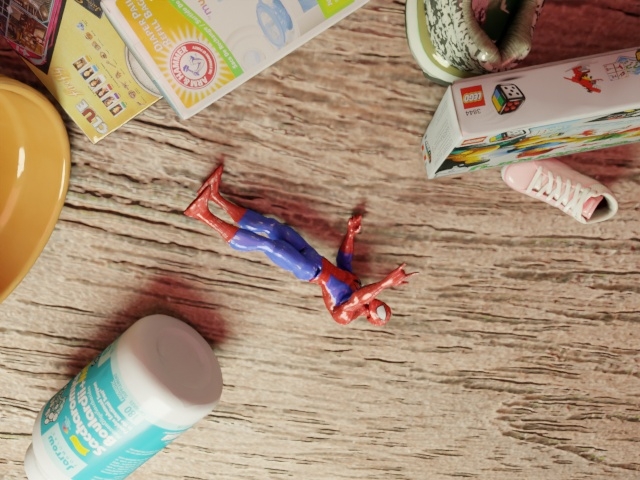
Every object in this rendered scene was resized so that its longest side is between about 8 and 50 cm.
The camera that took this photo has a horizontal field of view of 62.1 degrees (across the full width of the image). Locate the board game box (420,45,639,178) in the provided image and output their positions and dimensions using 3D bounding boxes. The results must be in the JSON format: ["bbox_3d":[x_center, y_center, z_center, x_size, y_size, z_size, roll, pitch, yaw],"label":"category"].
[{"bbox_3d":[0.263,-0.126,0.516,0.306,0.193,0.053,-10,86,3],"label":"board game box"}]

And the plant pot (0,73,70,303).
[{"bbox_3d":[-0.419,-0.055,0.494,0.204,0.291,0.290,26,113,4],"label":"plant pot"}]

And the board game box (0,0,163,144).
[{"bbox_3d":[-0.239,-0.241,0.526,0.165,0.042,0.243,-29,113,12],"label":"board game box"}]

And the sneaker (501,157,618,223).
[{"bbox_3d":[0.280,-0.059,0.613,0.135,0.070,0.050,17,116,-9],"label":"sneaker"}]

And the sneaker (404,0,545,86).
[{"bbox_3d":[0.153,-0.321,0.422,0.158,0.182,0.409,-6,115,1],"label":"sneaker"}]

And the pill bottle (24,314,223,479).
[{"bbox_3d":[-0.264,0.225,0.689,0.264,0.146,0.146,-41,110,16],"label":"pill bottle"}]

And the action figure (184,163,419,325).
[{"bbox_3d":[0.000,0.000,0.619,0.280,0.091,0.139,39,117,-18],"label":"action figure"}]

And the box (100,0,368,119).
[{"bbox_3d":[-0.076,-0.211,0.481,0.203,0.103,0.114,-35,113,-6],"label":"box"}]
